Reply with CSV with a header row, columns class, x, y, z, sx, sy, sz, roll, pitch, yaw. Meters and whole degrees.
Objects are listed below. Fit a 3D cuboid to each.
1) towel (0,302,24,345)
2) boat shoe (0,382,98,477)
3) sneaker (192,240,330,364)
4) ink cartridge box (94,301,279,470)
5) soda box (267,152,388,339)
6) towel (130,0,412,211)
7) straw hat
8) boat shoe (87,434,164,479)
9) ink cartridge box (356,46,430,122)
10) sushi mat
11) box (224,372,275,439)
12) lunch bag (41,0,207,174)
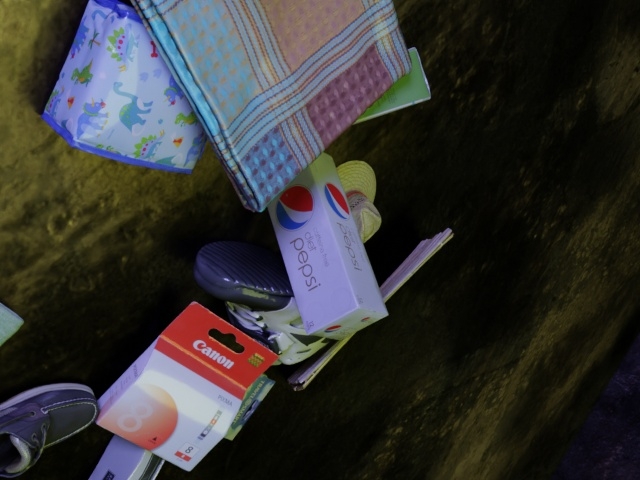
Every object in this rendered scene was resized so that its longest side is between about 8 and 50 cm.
class,x,y,z,sx,sy,sz,roll,pitch,yaw
towel,-0.445,0.131,0.705,0.325,0.038,0.248,-48,145,-12
boat shoe,-0.326,0.213,0.875,0.223,0.073,0.080,-9,124,-46
sneaker,-0.057,0.096,1.048,0.146,0.122,0.330,-57,148,8
ink cartridge box,-0.153,0.177,0.987,0.179,0.045,0.145,-45,121,12
soda box,0.000,0.000,0.955,0.074,0.216,0.069,-30,154,25
towel,-0.049,-0.244,0.737,0.271,0.040,0.370,-46,128,-26
straw hat,0.048,-0.030,1.120,0.144,0.061,0.144,-30,138,-30
boat shoe,-0.263,0.332,1.046,0.219,0.077,0.070,-54,144,-3
ink cartridge box,0.008,-0.151,0.922,0.209,0.109,0.062,-23,99,-36
sushi mat,0.069,0.103,1.231,0.316,0.019,0.151,-44,180,-14
box,-0.145,0.197,1.100,0.109,0.042,0.178,-53,145,-1
lunch bag,-0.156,-0.136,0.765,0.151,0.096,0.129,15,107,-43
